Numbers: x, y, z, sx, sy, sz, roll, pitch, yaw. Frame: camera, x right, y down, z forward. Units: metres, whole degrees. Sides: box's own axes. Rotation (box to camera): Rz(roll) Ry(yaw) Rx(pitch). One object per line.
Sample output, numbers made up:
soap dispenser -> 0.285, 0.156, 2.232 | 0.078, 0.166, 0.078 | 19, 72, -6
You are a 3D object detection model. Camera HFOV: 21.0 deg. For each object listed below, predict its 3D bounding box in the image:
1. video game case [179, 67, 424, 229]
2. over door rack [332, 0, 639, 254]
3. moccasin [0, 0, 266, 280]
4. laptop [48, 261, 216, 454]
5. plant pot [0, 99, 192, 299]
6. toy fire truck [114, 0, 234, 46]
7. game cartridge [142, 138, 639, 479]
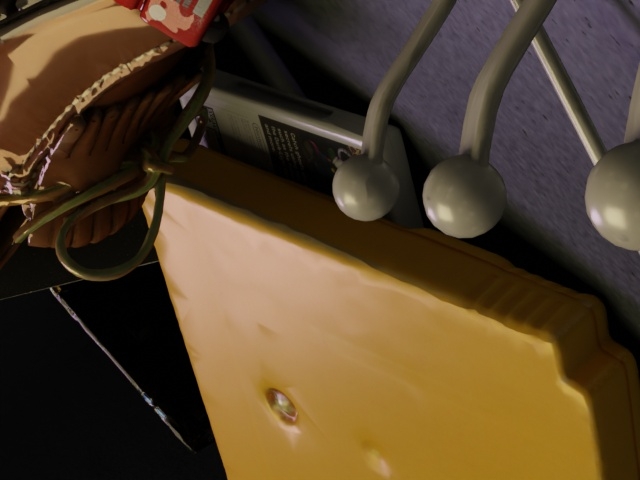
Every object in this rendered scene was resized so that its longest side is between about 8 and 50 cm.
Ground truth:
video game case -> 0.000, 0.000, 0.979 | 0.173, 0.022, 0.190 | 22, 138, 45
over door rack -> 0.097, -0.006, 0.453 | 0.324, 0.108, 0.239 | 50, 172, -10
moccasin -> -0.134, -0.055, 0.901 | 0.147, 0.139, 0.380 | 50, 133, -8
laptop -> -0.139, 0.025, 1.272 | 0.264, 0.234, 0.136 | 48, 133, 2
plant pot -> -0.170, -0.082, 1.124 | 0.188, 0.187, 0.167 | -81, -25, -66
toy fire truck -> -0.067, -0.147, 0.628 | 0.135, 0.047, 0.192 | 31, -153, -3
game cartridge -> 0.047, 0.105, 0.955 | 0.324, 0.053, 0.285 | 21, 138, 40
